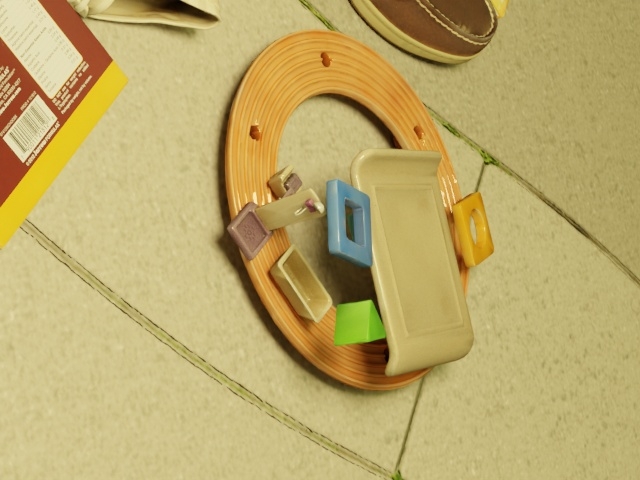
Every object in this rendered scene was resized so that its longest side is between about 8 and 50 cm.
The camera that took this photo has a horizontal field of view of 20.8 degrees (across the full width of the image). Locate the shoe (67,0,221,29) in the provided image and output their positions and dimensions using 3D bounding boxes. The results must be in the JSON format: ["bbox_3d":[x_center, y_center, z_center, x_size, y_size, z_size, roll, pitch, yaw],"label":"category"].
[{"bbox_3d":[-0.155,-0.209,1.399,0.219,0.076,0.058,0,72,-52],"label":"shoe"}]

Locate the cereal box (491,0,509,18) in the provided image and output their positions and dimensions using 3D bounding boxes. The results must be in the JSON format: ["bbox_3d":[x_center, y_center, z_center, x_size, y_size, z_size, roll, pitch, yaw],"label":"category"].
[{"bbox_3d":[0.142,-0.371,1.818,0.240,0.047,0.173,54,42,-32],"label":"cereal box"}]

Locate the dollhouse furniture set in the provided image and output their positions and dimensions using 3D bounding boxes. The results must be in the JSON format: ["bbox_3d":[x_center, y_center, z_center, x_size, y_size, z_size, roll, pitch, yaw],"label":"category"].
[{"bbox_3d":[0.000,0.000,1.458,0.114,0.081,0.091,57,42,-19],"label":"dollhouse furniture set"}]

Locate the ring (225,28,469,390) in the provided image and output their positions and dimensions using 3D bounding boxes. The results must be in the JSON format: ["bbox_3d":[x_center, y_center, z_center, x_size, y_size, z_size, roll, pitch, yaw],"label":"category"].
[{"bbox_3d":[0.025,-0.028,1.589,0.336,0.032,0.336,22,60,-44],"label":"ring"}]

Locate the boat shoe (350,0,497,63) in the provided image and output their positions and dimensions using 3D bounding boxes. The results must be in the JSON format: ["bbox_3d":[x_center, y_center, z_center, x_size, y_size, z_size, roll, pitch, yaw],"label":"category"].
[{"bbox_3d":[0.080,-0.294,1.674,0.342,0.123,0.123,41,49,-34],"label":"boat shoe"}]

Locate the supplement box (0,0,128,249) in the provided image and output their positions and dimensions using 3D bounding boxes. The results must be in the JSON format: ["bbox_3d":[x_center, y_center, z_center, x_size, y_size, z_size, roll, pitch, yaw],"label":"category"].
[{"bbox_3d":[-0.271,-0.110,1.182,0.194,0.129,0.191,53,43,-24],"label":"supplement box"}]

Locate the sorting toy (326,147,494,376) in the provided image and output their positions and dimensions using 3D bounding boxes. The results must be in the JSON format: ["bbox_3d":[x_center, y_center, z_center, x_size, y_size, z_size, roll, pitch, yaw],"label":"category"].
[{"bbox_3d":[0.074,0.018,1.555,0.348,0.047,0.196,-3,84,-64],"label":"sorting toy"}]
